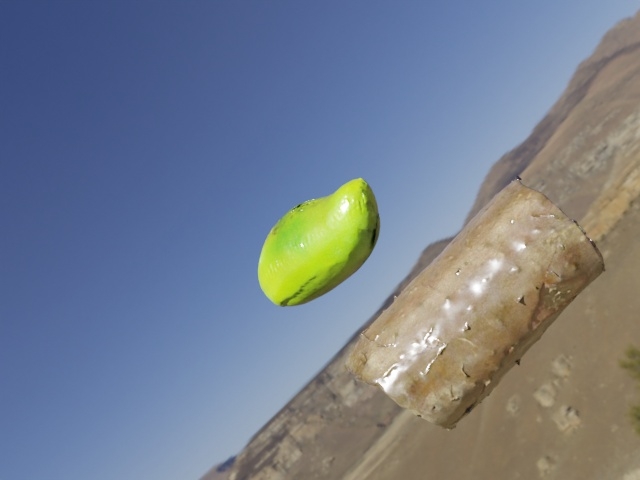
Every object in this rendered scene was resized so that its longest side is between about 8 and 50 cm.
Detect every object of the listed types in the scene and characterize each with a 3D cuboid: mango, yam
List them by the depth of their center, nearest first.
[{"bbox_3d":[0.142,0.067,0.690,0.238,0.128,0.129,-47,-32,4],"label":"yam"},{"bbox_3d":[0.000,0.000,0.958,0.111,0.125,0.233,2,-37,-38],"label":"mango"}]
